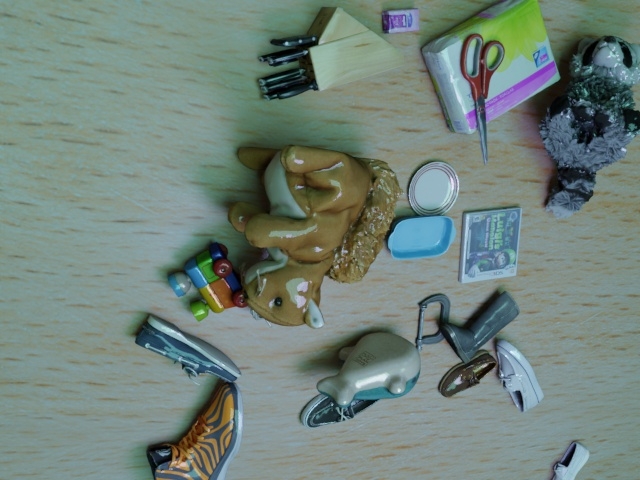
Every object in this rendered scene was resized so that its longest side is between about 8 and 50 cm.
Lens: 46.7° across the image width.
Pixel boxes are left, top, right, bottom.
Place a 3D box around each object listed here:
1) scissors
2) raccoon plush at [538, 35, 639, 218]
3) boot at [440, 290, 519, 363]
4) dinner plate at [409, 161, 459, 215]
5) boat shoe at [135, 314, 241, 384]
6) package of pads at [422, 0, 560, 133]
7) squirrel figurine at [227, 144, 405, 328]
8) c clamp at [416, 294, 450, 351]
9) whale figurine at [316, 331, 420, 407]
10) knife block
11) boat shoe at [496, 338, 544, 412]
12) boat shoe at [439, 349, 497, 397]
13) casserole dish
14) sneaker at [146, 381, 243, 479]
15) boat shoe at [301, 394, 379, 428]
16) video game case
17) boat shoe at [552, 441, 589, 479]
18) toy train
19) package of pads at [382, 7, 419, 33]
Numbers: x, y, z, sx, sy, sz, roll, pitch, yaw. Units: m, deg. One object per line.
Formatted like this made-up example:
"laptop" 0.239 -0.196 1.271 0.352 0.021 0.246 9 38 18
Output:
"scissors" 0.356 -0.318 1.693 0.108 0.021 0.297 -3 110 -23
"raccoon plush" 0.660 -0.310 1.883 0.216 0.446 0.299 24 55 3
"boot" 0.426 0.214 1.955 0.208 0.076 0.190 -39 141 -1
"dinner plate" 0.278 -0.125 1.828 0.141 0.017 0.141 -7 108 -22
"boat shoe" -0.293 0.259 1.657 0.254 0.095 0.079 35 89 -27
"package of pads" 0.402 -0.419 1.743 0.296 0.101 0.229 -32 116 -12
"squirrel figurine" 0.000 0.000 1.586 0.396 0.281 0.371 4 93 -34
"c clamp" 0.280 0.218 1.933 0.137 0.022 0.161 2 106 -24
"whale figurine" 0.121 0.336 1.798 0.272 0.216 0.141 -26 126 -34
"knife block" 0.013 -0.366 1.600 0.275 0.088 0.242 27 95 -28
"boat shoe" 0.541 0.383 2.056 0.084 0.095 0.258 -40 116 -12
"boat shoe" 0.402 0.366 2.009 0.178 0.060 0.064 -35 116 -10
"casserole dish" 0.245 -0.013 1.829 0.188 0.037 0.114 -5 120 -21
"sneaker" -0.294 0.472 1.707 0.180 0.124 0.321 12 101 -27
"boat shoe" 0.056 0.416 1.870 0.219 0.070 0.078 -26 114 -14
"video game case" 0.445 0.012 1.940 0.173 0.022 0.191 -7 108 -22
"boat shoe" 0.748 0.700 2.264 0.063 0.066 0.184 38 91 -14
"toy train" -0.224 0.139 1.653 0.143 0.105 0.248 -28 116 -1
"package of pads" 0.182 -0.494 1.664 0.083 0.032 0.050 -11 107 -20
